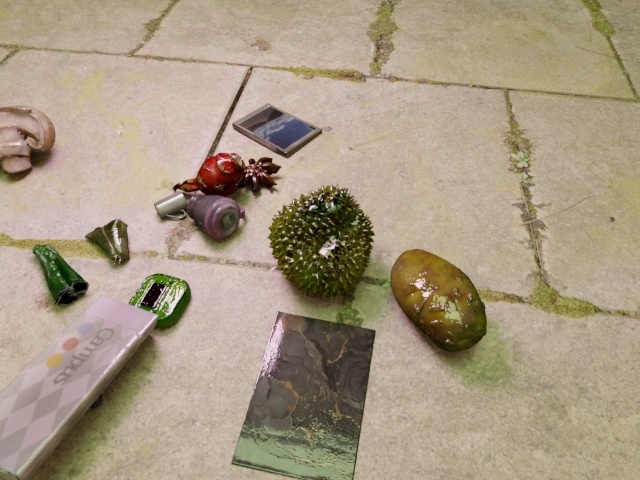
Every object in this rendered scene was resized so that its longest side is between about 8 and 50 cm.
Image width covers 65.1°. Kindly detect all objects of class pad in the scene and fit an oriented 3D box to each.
[{"bbox_3d":[-0.023,0.326,1.096,0.247,0.007,0.368,9,48,7],"label":"pad"}]

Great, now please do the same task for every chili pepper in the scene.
[{"bbox_3d":[-0.683,0.074,1.279,0.088,0.059,0.227,-39,57,-24],"label":"chili pepper"}]

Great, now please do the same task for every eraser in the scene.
[{"bbox_3d":[-0.530,0.287,1.037,0.213,0.082,0.397,13,43,18],"label":"eraser"}]

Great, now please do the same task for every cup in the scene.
[{"bbox_3d":[-0.426,-0.093,1.443,0.083,0.075,0.054,-28,18,-20],"label":"cup"}]

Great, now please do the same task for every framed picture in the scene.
[{"bbox_3d":[-0.150,-0.383,1.719,0.260,0.023,0.189,32,52,25],"label":"framed picture"}]

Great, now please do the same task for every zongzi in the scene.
[{"bbox_3d":[-0.573,0.031,1.337,0.130,0.062,0.154,-20,65,9],"label":"zongzi"}]

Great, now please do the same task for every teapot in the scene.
[{"bbox_3d":[-0.292,-0.086,1.392,0.146,0.116,0.148,24,56,35],"label":"teapot"}]

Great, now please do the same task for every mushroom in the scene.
[{"bbox_3d":[-0.947,-0.314,1.559,0.253,0.195,0.189,-11,16,-2],"label":"mushroom"}]

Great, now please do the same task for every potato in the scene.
[{"bbox_3d":[0.273,0.129,1.186,0.176,0.141,0.298,-14,50,-24],"label":"potato"}]

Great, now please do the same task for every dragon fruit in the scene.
[{"bbox_3d":[-0.327,-0.178,1.459,0.246,0.125,0.125,-15,13,13],"label":"dragon fruit"}]

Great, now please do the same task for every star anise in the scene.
[{"bbox_3d":[-0.200,-0.206,1.534,0.167,0.057,0.168,0,53,1],"label":"star anise"}]

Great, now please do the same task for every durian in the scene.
[{"bbox_3d":[-0.002,0.000,1.257,0.291,0.224,0.291,2,82,-13],"label":"durian"}]

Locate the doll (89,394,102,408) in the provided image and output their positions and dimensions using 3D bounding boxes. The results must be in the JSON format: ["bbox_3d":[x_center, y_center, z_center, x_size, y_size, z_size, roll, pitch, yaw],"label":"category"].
[{"bbox_3d":[-0.525,0.333,1.066,0.125,0.027,0.037,6,45,5],"label":"doll"}]

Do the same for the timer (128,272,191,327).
[{"bbox_3d":[-0.394,0.144,1.225,0.128,0.047,0.140,13,49,12],"label":"timer"}]
